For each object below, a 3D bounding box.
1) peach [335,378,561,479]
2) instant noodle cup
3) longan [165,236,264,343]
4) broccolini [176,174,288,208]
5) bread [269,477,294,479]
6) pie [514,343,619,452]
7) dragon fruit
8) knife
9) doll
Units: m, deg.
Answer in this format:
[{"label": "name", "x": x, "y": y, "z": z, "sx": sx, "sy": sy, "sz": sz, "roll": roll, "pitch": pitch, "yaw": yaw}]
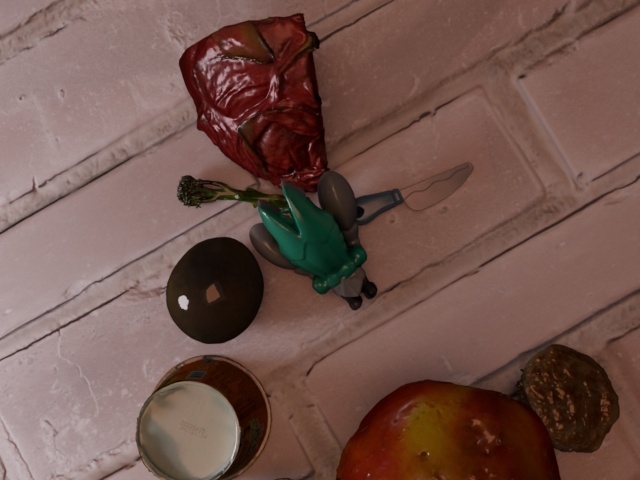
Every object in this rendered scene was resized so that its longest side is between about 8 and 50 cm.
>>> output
[{"label": "peach", "x": 0.194, "y": 0.425, "z": 1.322, "sx": 0.339, "sy": 0.353, "sz": 0.417, "roll": 29, "pitch": 74, "yaw": -32}, {"label": "instant noodle cup", "x": -0.206, "y": 0.316, "z": 1.463, "sx": 0.230, "sy": 0.182, "sz": 0.230, "roll": 0, "pitch": 86, "yaw": 3}, {"label": "longan", "x": -0.182, "y": 0.085, "z": 1.494, "sx": 0.167, "sy": 0.167, "sz": 0.187, "roll": 14, "pitch": 66, "yaw": 5}, {"label": "broccolini", "x": -0.153, "y": -0.072, "z": 1.556, "sx": 0.216, "sy": 0.067, "sz": 0.058, "roll": 11, "pitch": 90, "yaw": -5}, {"label": "bread", "x": -0.063, "y": 0.541, "z": 1.435, "sx": 0.178, "sy": 0.142, "sz": 0.266, "roll": -26, "pitch": 90, "yaw": 27}, {"label": "pie", "x": 0.426, "y": 0.273, "z": 1.478, "sx": 0.163, "sy": 0.079, "sz": 0.194, "roll": -25, "pitch": 85, "yaw": -6}, {"label": "dragon fruit", "x": -0.057, "y": -0.241, "z": 1.512, "sx": 0.240, "sy": 0.302, "sz": 0.330, "roll": -34, "pitch": 101, "yaw": -30}, {"label": "knife", "x": 0.166, "y": -0.080, "z": 1.547, "sx": 0.244, "sy": 0.032, "sz": 0.058, "roll": -17, "pitch": 82, "yaw": -2}, {"label": "doll", "x": -0.019, "y": 0.008, "z": 1.498, "sx": 0.194, "sy": 0.153, "sz": 0.258, "roll": -15, "pitch": 112, "yaw": -5}]
